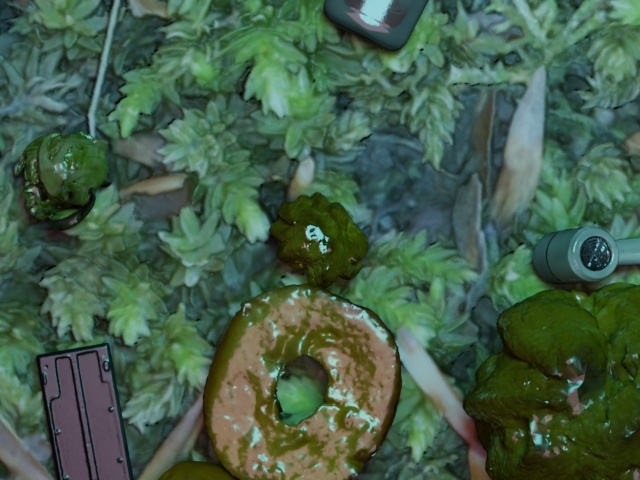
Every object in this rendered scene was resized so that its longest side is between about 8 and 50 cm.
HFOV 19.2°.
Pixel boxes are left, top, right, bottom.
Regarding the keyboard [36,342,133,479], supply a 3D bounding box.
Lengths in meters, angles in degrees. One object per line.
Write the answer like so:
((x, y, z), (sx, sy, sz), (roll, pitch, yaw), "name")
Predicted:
((-0.195, 0.192, 1.616), (0.067, 0.011, 0.202), (-10, 89, -4), "keyboard")

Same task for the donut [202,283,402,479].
((-0.016, 0.128, 1.599), (0.162, 0.065, 0.178), (29, 88, 4), "donut")

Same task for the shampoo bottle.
((0.071, -0.249, 1.624), (0.080, 0.040, 0.165), (28, 88, 1), "shampoo bottle")

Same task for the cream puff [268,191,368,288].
((0.000, 0.000, 1.604), (0.083, 0.058, 0.083), (-10, 87, -4), "cream puff")

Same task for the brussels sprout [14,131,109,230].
((-0.218, -0.050, 1.603), (0.085, 0.058, 0.085), (1, 104, 5), "brussels sprout")

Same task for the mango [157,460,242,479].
((-0.089, 0.232, 1.587), (0.114, 0.060, 0.080), (18, 124, -5), "mango")

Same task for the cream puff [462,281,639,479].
((0.246, 0.146, 1.560), (0.244, 0.196, 0.244), (-8, 108, -25), "cream puff")

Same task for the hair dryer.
((0.258, 0.011, 1.609), (0.137, 0.082, 0.047), (-3, 88, -18), "hair dryer")
